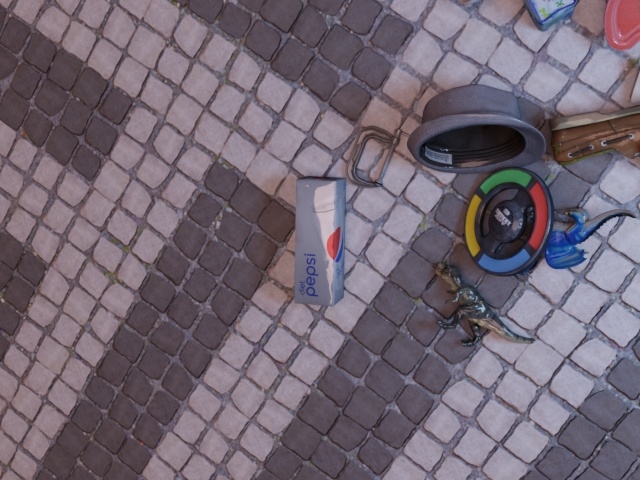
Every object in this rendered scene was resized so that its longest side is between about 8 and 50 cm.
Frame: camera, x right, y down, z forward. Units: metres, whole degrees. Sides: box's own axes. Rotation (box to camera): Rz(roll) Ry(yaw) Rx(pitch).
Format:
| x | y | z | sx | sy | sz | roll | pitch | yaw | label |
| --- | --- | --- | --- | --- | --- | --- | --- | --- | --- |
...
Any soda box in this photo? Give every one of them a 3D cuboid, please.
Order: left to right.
| x | y | z | sx | sy | sz | roll | pitch | yaw | label |
| --- | --- | --- | --- | --- | --- | --- | --- | --- | --- |
| 0.000 | 0.000 | 1.826 | 0.098 | 0.091 | 0.286 | 4 | 99 | 16 | soda box |

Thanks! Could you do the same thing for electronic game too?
| x | y | z | sx | sy | sz | roll | pitch | yaw | label |
| --- | --- | --- | --- | --- | --- | --- | --- | --- | --- |
| 0.385 | -0.039 | 1.667 | 0.229 | 0.048 | 0.229 | -19 | 66 | 50 | electronic game |

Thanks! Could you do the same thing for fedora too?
| x | y | z | sx | sy | sz | roll | pitch | yaw | label |
| --- | --- | --- | --- | --- | --- | --- | --- | --- | --- |
| 0.316 | -0.236 | 1.651 | 0.275 | 0.244 | 0.124 | -7 | 67 | 23 | fedora |

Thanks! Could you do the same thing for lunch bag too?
| x | y | z | sx | sy | sz | roll | pitch | yaw | label |
| --- | --- | --- | --- | --- | --- | --- | --- | --- | --- |
| 0.438 | -0.504 | 1.594 | 0.096 | 0.129 | 0.151 | -31 | 86 | 14 | lunch bag |

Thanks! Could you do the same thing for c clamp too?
| x | y | z | sx | sy | sz | roll | pitch | yaw | label |
| --- | --- | --- | --- | --- | --- | --- | --- | --- | --- |
| 0.131 | -0.183 | 1.795 | 0.137 | 0.022 | 0.161 | 29 | 105 | 11 | c clamp |

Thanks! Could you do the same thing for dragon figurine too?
| x | y | z | sx | sy | sz | roll | pitch | yaw | label |
| --- | --- | --- | --- | --- | --- | --- | --- | --- | --- |
| 0.507 | 0.008 | 1.670 | 0.289 | 0.085 | 0.144 | -6 | 98 | 23 | dragon figurine |

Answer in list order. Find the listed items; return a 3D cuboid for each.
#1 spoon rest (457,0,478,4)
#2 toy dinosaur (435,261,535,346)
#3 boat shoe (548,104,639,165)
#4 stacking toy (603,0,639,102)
| x | y | z | sx | sy | sz | roll | pitch | yaw | label |
| --- | --- | --- | --- | --- | --- | --- | --- | --- | --- |
| 0.347 | -0.593 | 1.596 | 0.084 | 0.137 | 0.276 | 18 | 126 | -26 | spoon rest |
| 0.331 | 0.169 | 1.767 | 0.268 | 0.064 | 0.118 | 43 | 101 | 4 | toy dinosaur |
| 0.614 | -0.214 | 1.598 | 0.307 | 0.110 | 0.104 | -6 | 95 | 30 | boat shoe |
| 0.712 | -0.427 | 1.559 | 0.309 | 0.130 | 0.279 | -5 | 123 | 21 | stacking toy |
